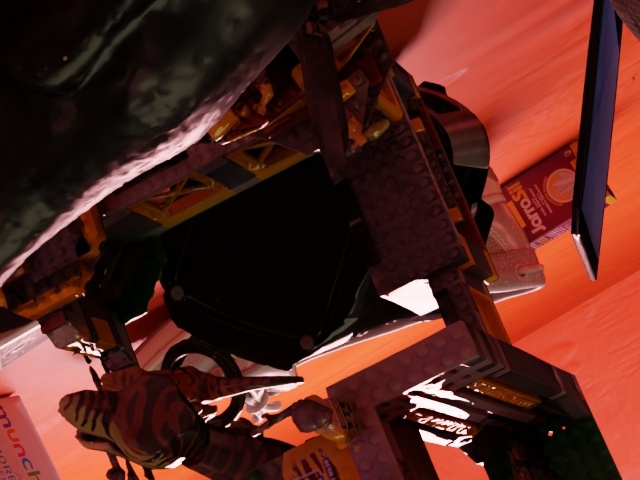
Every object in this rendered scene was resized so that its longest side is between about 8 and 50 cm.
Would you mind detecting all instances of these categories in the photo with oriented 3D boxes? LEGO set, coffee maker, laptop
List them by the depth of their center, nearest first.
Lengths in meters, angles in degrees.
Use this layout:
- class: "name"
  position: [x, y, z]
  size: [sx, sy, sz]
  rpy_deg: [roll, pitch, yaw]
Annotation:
- class: "LEGO set"
  position: [-0.028, 0.056, 0.552]
  size: [0.255, 0.331, 0.192]
  rpy_deg: [-19, 164, 16]
- class: "coffee maker"
  position: [0.000, 0.000, 0.767]
  size: [0.171, 0.120, 0.178]
  rpy_deg: [-50, 164, 15]
- class: "laptop"
  position: [0.216, -0.113, 0.814]
  size: [0.264, 0.136, 0.234]
  rpy_deg: [-31, 169, 7]

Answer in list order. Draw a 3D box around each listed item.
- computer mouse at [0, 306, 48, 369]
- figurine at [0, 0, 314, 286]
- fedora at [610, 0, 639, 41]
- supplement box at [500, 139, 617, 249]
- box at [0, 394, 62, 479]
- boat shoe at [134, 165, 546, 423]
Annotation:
- class: "computer mouse"
  position: [-0.133, 0.019, 0.787]
  size: [0.193, 0.042, 0.106]
  rpy_deg: [-32, 174, -17]
- class: "figurine"
  position: [-0.112, -0.017, 0.367]
  size: [0.209, 0.092, 0.215]
  rpy_deg: [-56, 163, 6]
- class: "fedora"
  position: [0.218, -0.156, 0.548]
  size: [0.275, 0.243, 0.124]
  rpy_deg: [-34, -163, 10]
- class: "supplement box"
  position: [0.188, -0.035, 1.273]
  size: [0.083, 0.055, 0.043]
  rpy_deg: [-33, 166, 14]
- class: "box"
  position: [-0.229, 0.243, 0.951]
  size: [0.127, 0.262, 0.231]
  rpy_deg: [-34, 167, 18]
- class: "boat shoe"
  position: [0.001, 0.057, 1.098]
  size: [0.320, 0.103, 0.118]
  rpy_deg: [-27, 168, -12]
